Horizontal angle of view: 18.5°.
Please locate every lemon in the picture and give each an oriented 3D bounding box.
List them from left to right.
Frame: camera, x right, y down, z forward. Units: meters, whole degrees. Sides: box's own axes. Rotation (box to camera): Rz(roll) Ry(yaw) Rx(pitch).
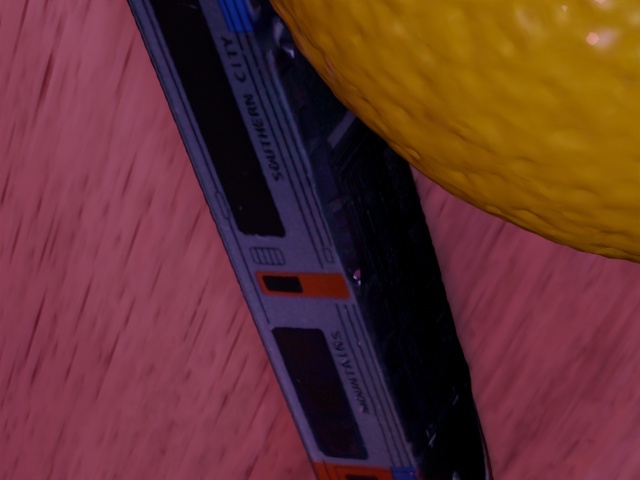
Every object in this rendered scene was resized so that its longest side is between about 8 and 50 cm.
[{"bbox_3d":[0.115,-0.154,0.625,0.336,0.336,0.336,14,134,15],"label":"lemon"}]

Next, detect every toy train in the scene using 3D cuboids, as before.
[{"bbox_3d":[0.000,0.000,0.976,0.089,0.086,0.409,1,130,26],"label":"toy train"}]
